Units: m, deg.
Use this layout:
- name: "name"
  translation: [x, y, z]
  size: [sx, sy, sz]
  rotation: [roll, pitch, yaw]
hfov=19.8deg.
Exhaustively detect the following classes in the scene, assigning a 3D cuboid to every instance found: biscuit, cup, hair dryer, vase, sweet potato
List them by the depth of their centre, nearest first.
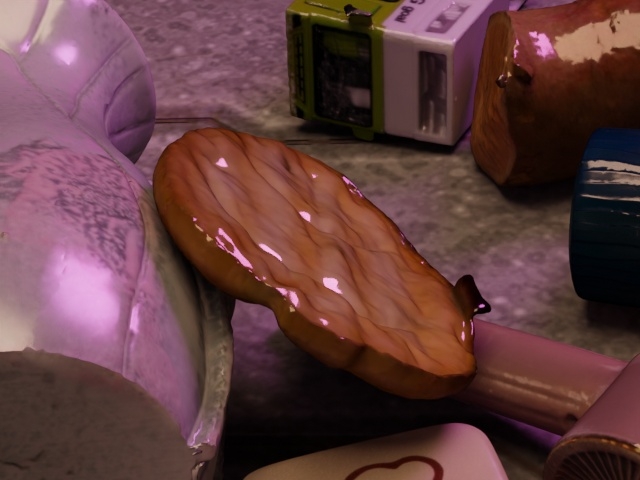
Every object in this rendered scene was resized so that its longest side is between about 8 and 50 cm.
- name: "biscuit"
  translation: [-0.002, 0.005, 1.003]
  size: [0.203, 0.041, 0.260]
  rotation: [27, 18, -11]
- name: "vase"
  translation: [-0.175, 0.015, 1.050]
  size: [0.250, 0.250, 0.445]
  rotation: [-9, 33, -3]
- name: "hair dryer"
  translation: [0.119, 0.064, 1.051]
  size: [0.344, 0.107, 0.189]
  rotation: [17, 43, 36]
- name: "cup"
  translation: [0.232, -0.004, 1.120]
  size: [0.138, 0.150, 0.113]
  rotation: [7, 74, 20]
- name: "sweet potato"
  translation: [0.266, -0.122, 1.228]
  size: [0.336, 0.131, 0.131]
  rotation: [-11, 38, -3]

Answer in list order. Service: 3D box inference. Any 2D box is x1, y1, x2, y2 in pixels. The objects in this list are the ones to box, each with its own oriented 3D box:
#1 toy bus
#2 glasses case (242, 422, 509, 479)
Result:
- name: "toy bus"
  translation: [0.093, -0.192, 1.366]
  size: [0.139, 0.113, 0.302]
  rotation: [17, 43, 22]
- name: "glasses case"
  translation: [0.058, 0.229, 0.855]
  size: [0.144, 0.076, 0.336]
  rotation: [-13, 38, -7]
